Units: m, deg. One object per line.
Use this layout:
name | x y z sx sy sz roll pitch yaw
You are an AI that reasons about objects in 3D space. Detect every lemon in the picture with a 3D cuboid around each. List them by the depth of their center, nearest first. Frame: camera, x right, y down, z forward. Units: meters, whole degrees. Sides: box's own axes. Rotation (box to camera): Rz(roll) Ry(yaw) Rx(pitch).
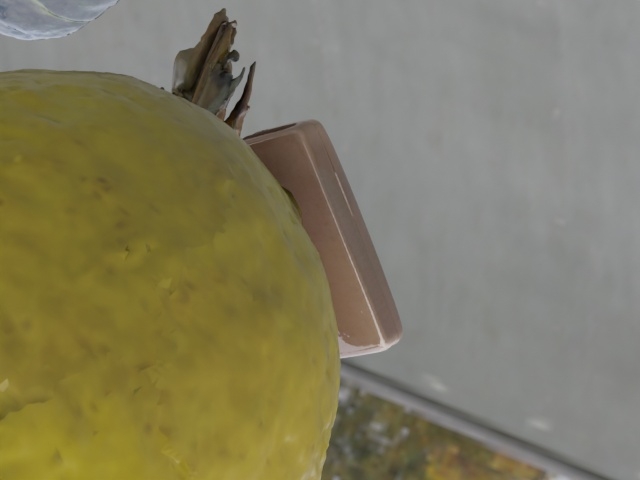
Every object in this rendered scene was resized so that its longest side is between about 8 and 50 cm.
lemon | -0.127 0.064 0.685 0.268 0.268 0.322 21 -143 26

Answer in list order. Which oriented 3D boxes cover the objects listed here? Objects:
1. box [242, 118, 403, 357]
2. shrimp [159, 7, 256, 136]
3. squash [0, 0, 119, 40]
box | 0.000 0.000 0.805 0.048 0.115 0.025 -13 -164 37
shrimp | -0.119 -0.024 0.904 0.133 0.236 0.053 31 -169 -1
squash | -0.227 -0.294 1.470 0.252 0.252 0.165 21 161 48
